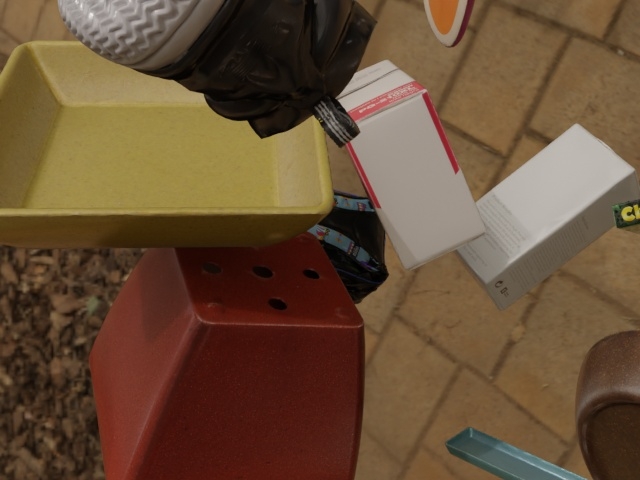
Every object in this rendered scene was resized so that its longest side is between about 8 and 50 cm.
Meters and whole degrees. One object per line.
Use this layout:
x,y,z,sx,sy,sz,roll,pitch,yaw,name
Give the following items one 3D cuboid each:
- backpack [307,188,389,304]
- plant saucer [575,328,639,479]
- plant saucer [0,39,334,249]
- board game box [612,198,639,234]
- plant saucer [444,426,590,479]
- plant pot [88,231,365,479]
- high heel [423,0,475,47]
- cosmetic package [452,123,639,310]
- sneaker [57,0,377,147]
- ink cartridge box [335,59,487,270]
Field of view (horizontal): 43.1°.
0.000,0.000,1.146,0.117,0.173,0.158,-48,31,47,backpack
0.182,0.118,0.379,0.168,0.029,0.168,45,156,26,plant saucer
-0.164,-0.094,0.813,0.333,0.332,0.081,-96,8,-52,plant saucer
0.421,-0.030,0.881,0.136,0.259,0.030,-13,79,33,board game box
0.250,0.283,0.997,0.192,0.067,0.018,19,109,35,plant saucer
-0.093,0.127,0.901,0.267,0.267,0.236,-119,40,-49,plant pot
0.206,-0.390,1.125,0.082,0.117,0.244,1,96,45,high heel
0.283,-0.030,1.046,0.231,0.085,0.117,-37,48,4,cosmetic package
-0.063,-0.143,0.428,0.101,0.153,0.268,-43,44,17,sneaker
0.086,-0.097,0.920,0.100,0.237,0.172,-25,110,4,ink cartridge box
